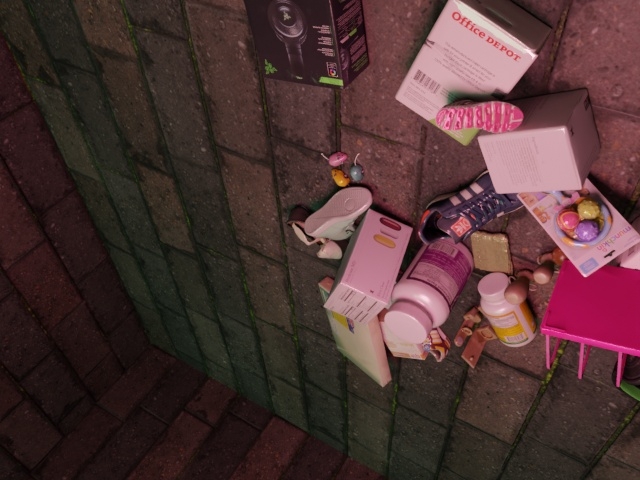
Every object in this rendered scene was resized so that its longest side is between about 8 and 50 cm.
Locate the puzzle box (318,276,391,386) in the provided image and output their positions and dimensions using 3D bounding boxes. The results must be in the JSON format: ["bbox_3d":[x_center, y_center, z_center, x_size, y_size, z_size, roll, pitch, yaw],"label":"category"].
[{"bbox_3d":[0.133,0.345,2.125,0.272,0.052,0.409,34,151,41],"label":"puzzle box"}]

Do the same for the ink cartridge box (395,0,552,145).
[{"bbox_3d":[0.307,-0.363,1.177,0.198,0.115,0.273,36,146,3],"label":"ink cartridge box"}]

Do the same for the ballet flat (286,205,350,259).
[{"bbox_3d":[0.000,0.000,1.887,0.280,0.096,0.095,37,145,3],"label":"ballet flat"}]

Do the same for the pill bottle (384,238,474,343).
[{"bbox_3d":[0.300,0.137,1.584,0.169,0.301,0.169,25,143,20],"label":"pill bottle"}]

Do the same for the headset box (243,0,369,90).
[{"bbox_3d":[-0.033,-0.502,1.320,0.246,0.131,0.283,18,141,29],"label":"headset box"}]

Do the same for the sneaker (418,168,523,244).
[{"bbox_3d":[0.382,-0.070,1.412,0.131,0.148,0.350,46,145,-10],"label":"sneaker"}]

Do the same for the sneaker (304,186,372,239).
[{"bbox_3d":[0.087,-0.080,1.740,0.256,0.094,0.151,-29,152,36],"label":"sneaker"}]

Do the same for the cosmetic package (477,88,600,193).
[{"bbox_3d":[0.459,-0.203,1.187,0.183,0.151,0.151,2,131,43],"label":"cosmetic package"}]

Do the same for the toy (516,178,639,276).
[{"bbox_3d":[0.542,-0.058,1.209,0.056,0.137,0.237,27,-152,-56],"label":"toy"}]

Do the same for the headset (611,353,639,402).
[{"bbox_3d":[0.875,0.363,1.416,0.243,0.185,0.394,22,153,23],"label":"headset"}]

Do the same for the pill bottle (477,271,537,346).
[{"bbox_3d":[0.522,0.192,1.595,0.117,0.117,0.208,-3,132,45],"label":"pill bottle"}]

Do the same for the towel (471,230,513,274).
[{"bbox_3d":[0.469,0.033,1.555,0.110,0.027,0.148,10,137,37],"label":"towel"}]

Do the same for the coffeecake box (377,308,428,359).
[{"bbox_3d":[0.290,0.333,2.021,0.142,0.068,0.185,-4,127,46],"label":"coffeecake box"}]

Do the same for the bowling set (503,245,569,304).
[{"bbox_3d":[0.620,0.087,1.409,0.287,0.154,0.200,21,123,27],"label":"bowling set"}]

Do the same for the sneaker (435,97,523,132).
[{"bbox_3d":[0.318,-0.256,1.143,0.170,0.075,0.063,0,119,10],"label":"sneaker"}]

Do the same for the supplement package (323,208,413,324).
[{"bbox_3d":[0.138,0.080,1.665,0.145,0.262,0.204,24,151,-2],"label":"supplement package"}]

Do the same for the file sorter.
[{"bbox_3d":[0.633,0.192,1.173,0.290,0.202,0.182,11,140,32],"label":"file sorter"}]

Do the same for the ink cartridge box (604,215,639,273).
[{"bbox_3d":[0.698,0.030,1.234,0.086,0.148,0.203,31,146,6],"label":"ink cartridge box"}]

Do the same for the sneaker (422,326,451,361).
[{"bbox_3d":[0.369,0.329,1.930,0.185,0.084,0.069,45,145,-9],"label":"sneaker"}]

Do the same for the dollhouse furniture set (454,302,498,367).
[{"bbox_3d":[0.494,0.286,1.733,0.144,0.123,0.151,45,145,-9],"label":"dollhouse furniture set"}]

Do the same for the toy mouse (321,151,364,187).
[{"bbox_3d":[0.072,-0.208,1.642,0.161,0.031,0.143,44,145,-6],"label":"toy mouse"}]

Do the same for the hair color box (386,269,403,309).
[{"bbox_3d":[0.268,0.179,1.882,0.093,0.053,0.167,29,145,17],"label":"hair color box"}]
